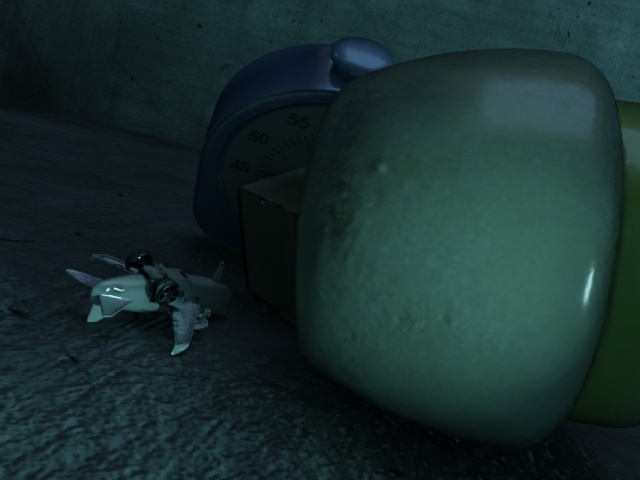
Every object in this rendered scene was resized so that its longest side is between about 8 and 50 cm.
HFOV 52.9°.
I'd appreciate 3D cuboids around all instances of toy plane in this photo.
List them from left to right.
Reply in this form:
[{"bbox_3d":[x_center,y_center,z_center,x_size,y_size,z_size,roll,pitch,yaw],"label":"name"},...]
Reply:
[{"bbox_3d":[-0.151,0.051,0.624,0.171,0.065,0.162,-3,31,-47],"label":"toy plane"}]

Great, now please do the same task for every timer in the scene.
[{"bbox_3d":[0.012,-0.107,0.925,0.395,0.395,0.173,14,47,-4],"label":"timer"}]

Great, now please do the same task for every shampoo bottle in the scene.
[{"bbox_3d":[0.133,0.002,0.544,0.317,0.322,0.322,11,9,7],"label":"shampoo bottle"}]

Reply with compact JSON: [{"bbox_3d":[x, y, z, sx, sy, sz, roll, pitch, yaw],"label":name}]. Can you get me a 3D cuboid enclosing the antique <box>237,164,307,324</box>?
[{"bbox_3d":[0.000,0.000,0.762,0.152,0.146,0.148,-22,33,-34],"label":"antique"}]
